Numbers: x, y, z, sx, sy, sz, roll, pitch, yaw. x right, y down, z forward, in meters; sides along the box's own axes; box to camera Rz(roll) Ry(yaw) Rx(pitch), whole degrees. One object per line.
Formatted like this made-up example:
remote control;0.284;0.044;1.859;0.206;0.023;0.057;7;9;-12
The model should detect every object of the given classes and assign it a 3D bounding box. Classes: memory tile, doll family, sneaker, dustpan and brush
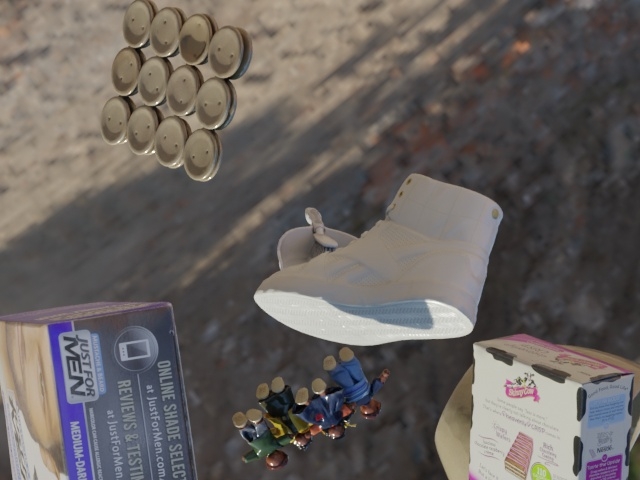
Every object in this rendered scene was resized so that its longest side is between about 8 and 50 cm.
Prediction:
memory tile;-0.106;-0.110;1.126;0.012;0.148;0.113;5;103;-42
doll family;-0.007;0.201;1.835;0.193;0.076;0.111;-22;127;13
sneaker;0.069;0.017;1.695;0.292;0.108;0.169;-2;-124;41
dustpan and brush;0.000;0.000;2.274;0.147;0.060;0.211;5;-168;-12

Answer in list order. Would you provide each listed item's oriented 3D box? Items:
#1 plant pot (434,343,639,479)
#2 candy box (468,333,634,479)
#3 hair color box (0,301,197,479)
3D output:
plant pot;0.249;0.233;1.867;0.284;0.191;0.284;-48;157;-28
candy box;0.217;0.222;1.514;0.071;0.233;0.159;-8;-164;-33
hair color box;-0.200;0.149;1.340;0.110;0.185;0.339;-8;180;-20
